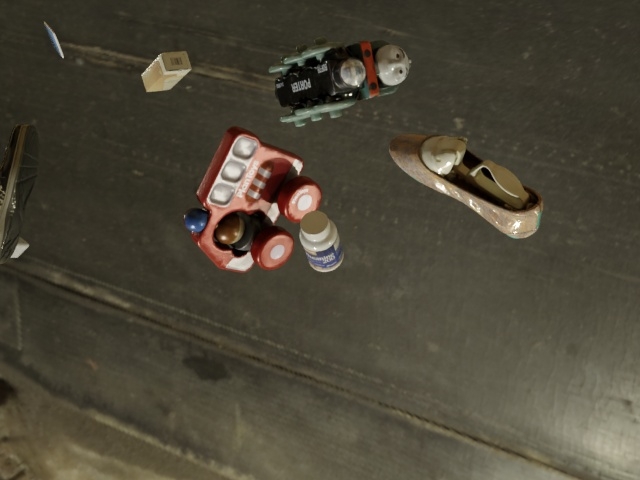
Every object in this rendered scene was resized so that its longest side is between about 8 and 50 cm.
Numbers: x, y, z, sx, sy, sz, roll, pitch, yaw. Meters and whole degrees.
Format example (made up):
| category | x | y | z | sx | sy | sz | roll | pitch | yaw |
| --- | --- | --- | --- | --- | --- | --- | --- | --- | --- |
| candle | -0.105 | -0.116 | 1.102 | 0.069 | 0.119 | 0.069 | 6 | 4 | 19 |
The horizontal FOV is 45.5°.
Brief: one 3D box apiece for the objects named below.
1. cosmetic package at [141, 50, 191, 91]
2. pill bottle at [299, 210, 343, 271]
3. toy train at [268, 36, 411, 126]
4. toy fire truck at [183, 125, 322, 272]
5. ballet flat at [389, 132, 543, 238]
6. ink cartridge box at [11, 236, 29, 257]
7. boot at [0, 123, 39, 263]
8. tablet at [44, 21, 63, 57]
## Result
| category | x | y | z | sx | sy | sz | roll | pitch | yaw |
| --- | --- | --- | --- | --- | --- | --- | --- | --- | --- |
| cosmetic package | -0.316 | -0.345 | 1.563 | 0.115 | 0.060 | 0.041 | -20 | 86 | 57 |
| pill bottle | 0.000 | 0.000 | 1.340 | 0.067 | 0.067 | 0.120 | 19 | 155 | 21 |
| toy train | 0.030 | -0.303 | 1.423 | 0.334 | 0.190 | 0.142 | 8 | 113 | 67 |
| toy fire truck | -0.165 | -0.079 | 1.632 | 0.169 | 0.254 | 0.302 | 42 | 107 | 41 |
| ballet flat | 0.268 | -0.126 | 1.381 | 0.316 | 0.107 | 0.106 | 32 | 154 | 13 |
| ink cartridge box | -0.718 | -0.050 | 1.543 | 0.223 | 0.224 | 0.045 | 41 | 85 | 0 |
| boot | -0.576 | -0.095 | 1.263 | 0.178 | 0.085 | 0.236 | 15 | 93 | 0 |
| tablet | -0.520 | -0.392 | 1.489 | 0.083 | 0.006 | 0.054 | 43 | 152 | 48 |
